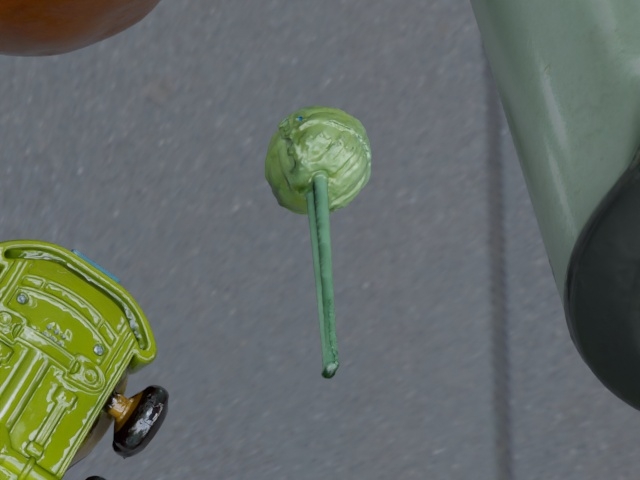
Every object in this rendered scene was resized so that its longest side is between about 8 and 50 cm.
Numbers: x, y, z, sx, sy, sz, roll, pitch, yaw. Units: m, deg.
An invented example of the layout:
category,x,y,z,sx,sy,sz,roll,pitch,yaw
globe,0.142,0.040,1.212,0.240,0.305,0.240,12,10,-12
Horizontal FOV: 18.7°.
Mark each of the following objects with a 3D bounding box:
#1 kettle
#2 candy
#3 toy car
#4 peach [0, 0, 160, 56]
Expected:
category,x,y,z,sx,sy,sz,roll,pitch,yaw
kettle,0.245,-0.055,1.147,0.250,0.361,0.377,-22,37,13
candy,0.000,0.000,1.555,0.093,0.092,0.335,-12,35,7
toy car,-0.236,0.127,1.414,0.200,0.142,0.248,39,59,-10
peach,-0.279,-0.333,1.761,0.301,0.343,0.343,-5,77,-21
